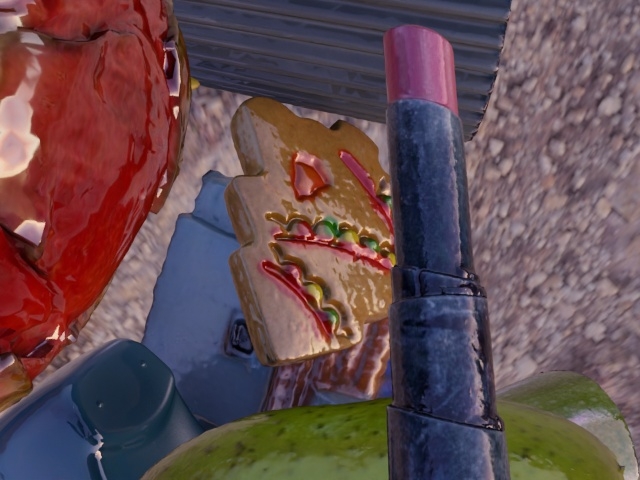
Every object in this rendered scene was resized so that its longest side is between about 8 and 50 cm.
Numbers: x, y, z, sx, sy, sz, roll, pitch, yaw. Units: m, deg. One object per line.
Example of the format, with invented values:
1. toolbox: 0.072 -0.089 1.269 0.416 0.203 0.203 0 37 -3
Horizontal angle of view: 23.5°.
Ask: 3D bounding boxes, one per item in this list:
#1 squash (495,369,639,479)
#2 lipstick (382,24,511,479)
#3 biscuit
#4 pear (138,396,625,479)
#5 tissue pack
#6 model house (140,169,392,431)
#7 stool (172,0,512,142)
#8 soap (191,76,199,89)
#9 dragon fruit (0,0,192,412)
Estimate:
1. squash: 0.174 0.195 1.289 0.123 0.170 0.170 -1 77 -41
2. lipstick: 0.045 0.024 0.646 0.053 0.053 0.234 -5 79 1
3. biscuit: 0.000 0.000 1.203 0.212 0.041 0.239 38 48 -22
4. pear: 0.016 0.226 1.003 0.318 0.342 0.238 10 50 -3
5. tissue pack: -0.186 0.255 1.445 0.206 0.198 0.287 -38 95 30
6. model house: 0.012 0.116 1.572 0.329 0.251 0.295 22 100 41
7. stool: -0.014 -0.248 1.301 0.330 0.297 0.297 7 80 -4
8. soap: -0.121 -0.104 0.990 0.089 0.034 0.012 7 105 17
9. dragon fruit: -0.187 -0.051 0.529 0.277 0.342 0.277 6 79 -34
